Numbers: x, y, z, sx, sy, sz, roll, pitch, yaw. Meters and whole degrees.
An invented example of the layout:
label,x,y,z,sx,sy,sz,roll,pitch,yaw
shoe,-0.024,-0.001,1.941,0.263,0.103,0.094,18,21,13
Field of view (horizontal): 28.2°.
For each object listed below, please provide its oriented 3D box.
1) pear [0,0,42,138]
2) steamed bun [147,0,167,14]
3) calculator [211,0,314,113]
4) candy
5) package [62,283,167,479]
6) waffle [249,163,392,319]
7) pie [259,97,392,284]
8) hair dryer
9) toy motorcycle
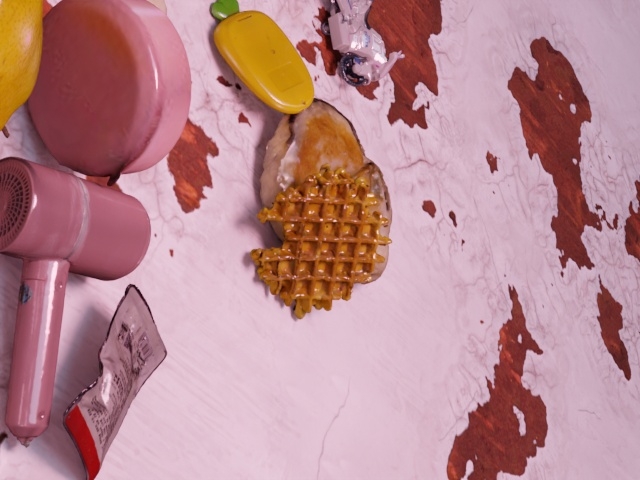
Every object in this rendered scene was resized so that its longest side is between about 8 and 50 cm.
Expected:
label,x,y,z,sx,sy,sz,roll,pitch,yaw
pear,-0.437,-0.257,1.470,0.336,0.285,0.285,25,57,-50
steamed bun,-0.293,-0.343,1.847,0.130,0.091,0.112,56,41,-21
calculator,-0.097,-0.308,2.094,0.235,0.032,0.146,53,43,2
candy,-0.281,-0.198,1.678,0.094,0.255,0.255,-12,86,-55
package,-0.269,0.188,1.674,0.154,0.030,0.239,79,23,-44
waffle,0.000,0.000,2.036,0.231,0.051,0.228,-38,118,-7
pie,0.016,-0.081,2.176,0.339,0.077,0.339,22,62,-51
hair dryer,-0.340,0.088,1.619,0.210,0.125,0.352,20,71,-50
toy motorcycle,0.078,-0.387,2.359,0.150,0.102,0.221,-1,78,-41
